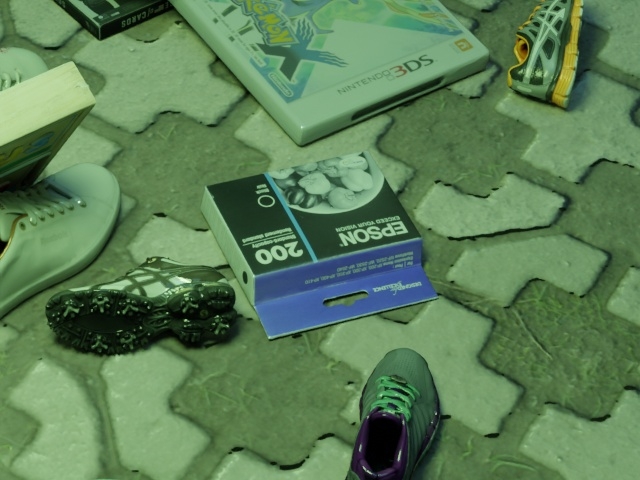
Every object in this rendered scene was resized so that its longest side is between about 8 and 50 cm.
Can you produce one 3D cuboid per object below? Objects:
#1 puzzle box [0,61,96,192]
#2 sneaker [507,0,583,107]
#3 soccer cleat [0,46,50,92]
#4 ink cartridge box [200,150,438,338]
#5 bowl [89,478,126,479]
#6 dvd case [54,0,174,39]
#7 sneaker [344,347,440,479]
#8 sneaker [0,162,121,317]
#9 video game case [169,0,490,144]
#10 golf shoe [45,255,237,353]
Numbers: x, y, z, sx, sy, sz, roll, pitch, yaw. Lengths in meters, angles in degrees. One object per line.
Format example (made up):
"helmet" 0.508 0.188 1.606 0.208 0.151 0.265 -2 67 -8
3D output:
"puzzle box" -0.435 -0.032 1.638 0.409 0.272 0.052 -29 86 -30
"sneaker" 0.286 -0.258 2.090 0.083 0.084 0.214 8 46 6
"soccer cleat" -0.383 -0.139 1.794 0.331 0.143 0.116 -36 98 -48
"ink cartridge box" 0.000 0.000 1.820 0.206 0.045 0.208 -13 50 -21
"bowl" -0.161 0.313 1.336 0.312 0.163 0.311 20 31 -13
"dvd case" -0.286 -0.361 2.143 0.179 0.029 0.239 -29 56 -31
"sneaker" 0.076 0.175 1.619 0.083 0.098 0.223 12 46 3
"sneaker" -0.308 -0.015 1.736 0.106 0.123 0.290 26 47 19
"video game case" 0.000 -0.282 2.082 0.300 0.036 0.329 -25 59 -29
"golf shoe" -0.189 0.063 1.721 0.198 0.077 0.094 -1 31 -15
